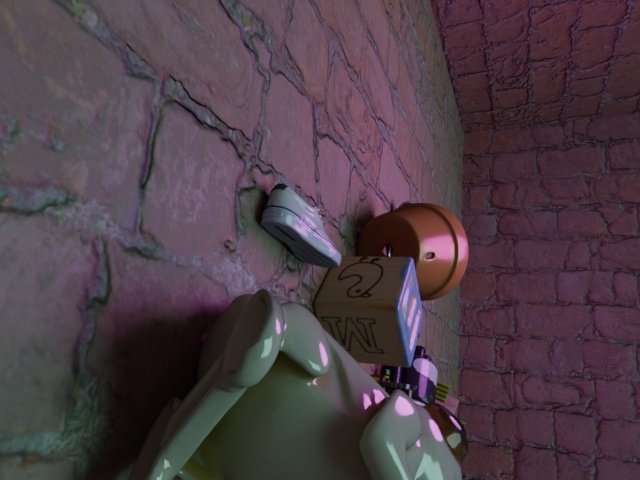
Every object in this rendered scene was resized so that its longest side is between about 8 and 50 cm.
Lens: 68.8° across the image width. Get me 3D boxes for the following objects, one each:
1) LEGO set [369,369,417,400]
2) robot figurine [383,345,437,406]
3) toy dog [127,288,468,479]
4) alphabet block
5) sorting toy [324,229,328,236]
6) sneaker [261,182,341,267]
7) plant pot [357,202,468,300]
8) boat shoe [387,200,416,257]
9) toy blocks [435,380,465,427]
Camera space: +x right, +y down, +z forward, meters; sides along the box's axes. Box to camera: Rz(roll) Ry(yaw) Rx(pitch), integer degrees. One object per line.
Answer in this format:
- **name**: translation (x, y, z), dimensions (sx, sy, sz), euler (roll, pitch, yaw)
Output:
- **LEGO set**: translation (0.178, 0.498, 1.229), dimensions (0.255, 0.192, 0.331), euler (51, 44, -54)
- **robot figurine**: translation (0.278, 0.475, 1.494), dimensions (0.173, 0.209, 0.278), euler (-53, -167, 50)
- **toy dog**: translation (0.006, 0.274, 0.624), dimensions (0.285, 0.408, 0.395), euler (-53, -168, 2)
- **alphabet block**: translation (0.121, 0.164, 1.112), dimensions (0.192, 0.197, 0.193), euler (-60, 142, -50)
- **sorting toy**: translation (0.000, 0.000, 1.069), dimensions (0.083, 0.012, 0.062), euler (36, 52, -57)
- **sneaker**: translation (-0.021, -0.022, 0.922), dimensions (0.258, 0.094, 0.091), euler (47, 52, -55)
- **plant pot**: translation (0.241, 0.029, 1.324), dimensions (0.203, 0.290, 0.291), euler (5, 84, -50)
- **boat shoe**: translation (0.293, 0.023, 1.597), dimensions (0.119, 0.121, 0.335), euler (26, 67, -68)
- **toy blocks**: translation (0.416, 0.771, 1.774), dimensions (0.261, 0.190, 0.382), euler (-39, 141, -53)
